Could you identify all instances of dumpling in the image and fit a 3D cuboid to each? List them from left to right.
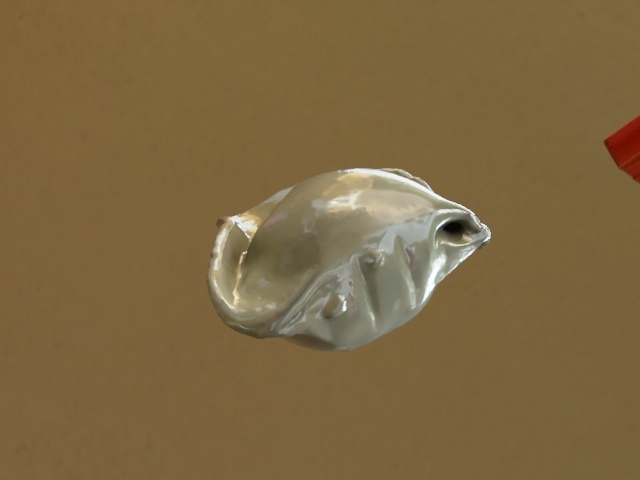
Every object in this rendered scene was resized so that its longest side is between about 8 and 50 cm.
[{"bbox_3d":[-0.002,0.000,0.937,0.169,0.100,0.134,-40,-134,-19],"label":"dumpling"}]

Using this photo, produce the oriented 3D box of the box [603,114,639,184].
[{"bbox_3d":[0.337,-0.071,1.312,0.245,0.139,0.035,24,-145,-51],"label":"box"}]
